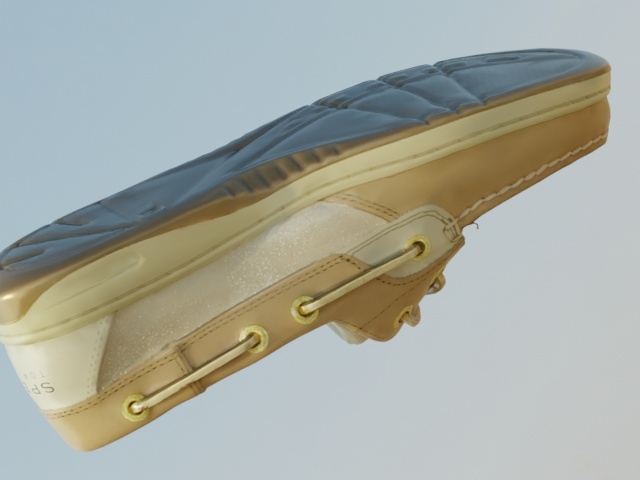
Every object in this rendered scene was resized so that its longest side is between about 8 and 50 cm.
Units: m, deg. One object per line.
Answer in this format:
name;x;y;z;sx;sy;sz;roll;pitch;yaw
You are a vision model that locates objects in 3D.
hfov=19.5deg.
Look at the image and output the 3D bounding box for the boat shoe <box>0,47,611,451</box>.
boat shoe;0.000;0.000;0.376;0.135;0.045;0.050;-22;18;-9
